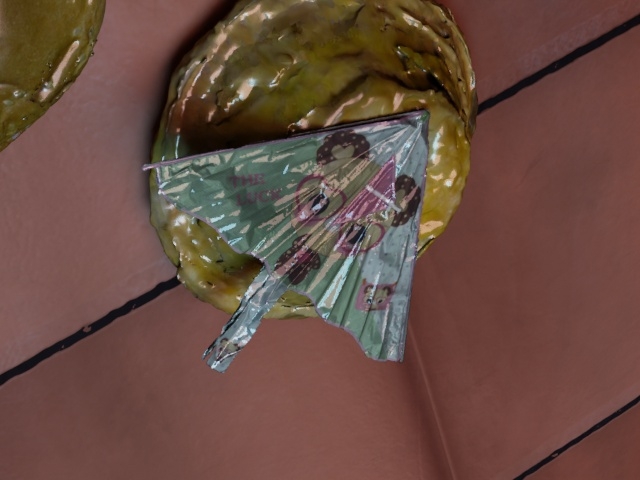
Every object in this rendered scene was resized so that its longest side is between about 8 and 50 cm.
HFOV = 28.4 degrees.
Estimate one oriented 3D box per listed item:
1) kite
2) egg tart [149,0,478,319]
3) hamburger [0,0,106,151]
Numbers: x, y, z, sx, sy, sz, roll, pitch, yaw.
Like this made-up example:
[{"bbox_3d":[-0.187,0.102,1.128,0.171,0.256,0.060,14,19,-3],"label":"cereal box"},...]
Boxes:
[{"bbox_3d":[0.000,0.000,1.002,0.268,0.013,0.323,-47,127,1],"label":"kite"},{"bbox_3d":[0.013,-0.064,1.062,0.341,0.129,0.341,-14,123,-23],"label":"egg tart"},{"bbox_3d":[-0.280,-0.170,0.805,0.265,0.134,0.285,-45,133,0],"label":"hamburger"}]
